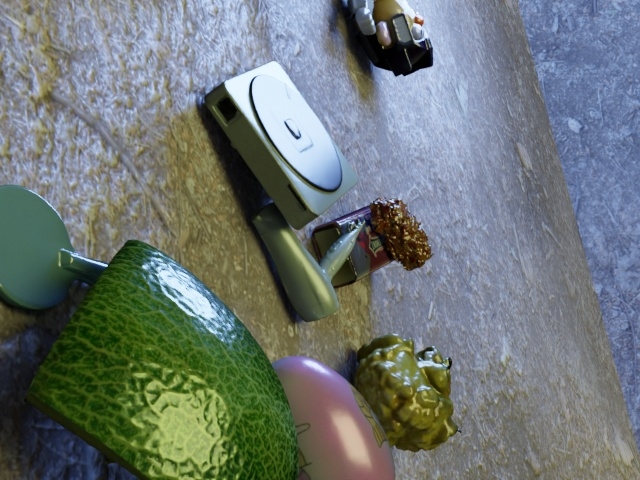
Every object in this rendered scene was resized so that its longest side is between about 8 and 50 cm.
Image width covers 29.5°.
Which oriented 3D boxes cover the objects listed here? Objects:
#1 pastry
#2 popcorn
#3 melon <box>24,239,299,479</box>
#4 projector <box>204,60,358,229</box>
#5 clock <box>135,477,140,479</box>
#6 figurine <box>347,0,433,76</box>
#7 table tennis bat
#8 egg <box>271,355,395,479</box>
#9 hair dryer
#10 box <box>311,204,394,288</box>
[{"bbox_3d":[0.152,-0.017,2.224,0.169,0.063,0.087,52,36,-37],"label":"pastry"},{"bbox_3d":[0.148,0.260,2.079,0.218,0.169,0.189,50,34,-51],"label":"popcorn"},{"bbox_3d":[-0.157,0.200,1.400,0.343,0.226,0.331,34,21,-9],"label":"melon"},{"bbox_3d":[-0.063,-0.158,1.987,0.257,0.079,0.259,55,24,-3],"label":"projector"},{"bbox_3d":[-0.193,0.377,1.445,0.148,0.060,0.188,63,28,-21],"label":"clock"},{"bbox_3d":[0.133,-0.475,2.540,0.308,0.143,0.308,16,66,-41],"label":"figurine"},{"bbox_3d":[-0.321,0.020,1.443,0.237,0.038,0.149,25,53,-52],"label":"table tennis bat"},{"bbox_3d":[-0.004,0.296,1.728,0.271,0.196,0.196,58,29,-20],"label":"egg"},{"bbox_3d":[0.000,0.000,2.014,0.237,0.075,0.206,-39,105,-47],"label":"hair dryer"},{"bbox_3d":[0.068,0.006,2.194,0.224,0.069,0.120,-27,100,-64],"label":"box"}]
